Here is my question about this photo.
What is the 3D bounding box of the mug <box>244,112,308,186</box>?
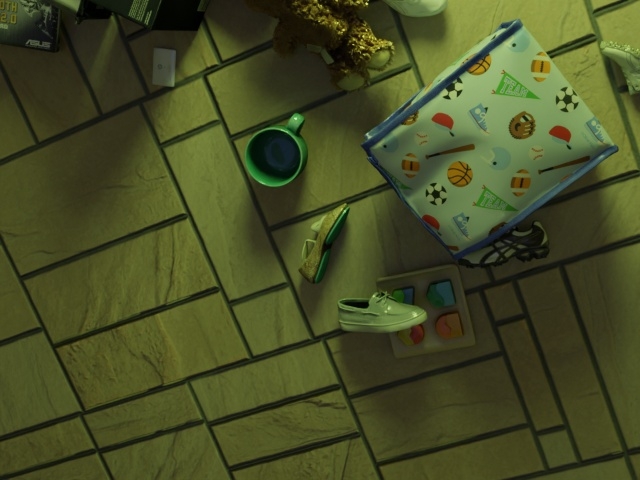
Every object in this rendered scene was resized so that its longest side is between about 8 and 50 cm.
[{"bbox_3d":[-0.081,-0.195,1.667,0.157,0.097,0.129,-23,99,16],"label":"mug"}]

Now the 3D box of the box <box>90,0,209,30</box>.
[{"bbox_3d":[-0.360,-0.512,1.553,0.184,0.261,0.103,29,109,4],"label":"box"}]

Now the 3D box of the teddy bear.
[{"bbox_3d":[0.003,-0.450,1.557,0.338,0.113,0.245,31,146,-1],"label":"teddy bear"}]

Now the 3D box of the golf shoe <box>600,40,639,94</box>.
[{"bbox_3d":[0.627,-0.334,1.502,0.176,0.069,0.086,28,114,5],"label":"golf shoe"}]

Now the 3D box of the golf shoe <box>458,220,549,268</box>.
[{"bbox_3d":[0.393,0.009,1.644,0.198,0.077,0.094,-11,91,7],"label":"golf shoe"}]

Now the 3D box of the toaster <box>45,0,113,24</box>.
[{"bbox_3d":[-0.501,-0.562,1.611,0.110,0.186,0.168,25,109,-1],"label":"toaster"}]

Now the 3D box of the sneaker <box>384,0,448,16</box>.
[{"bbox_3d":[0.146,-0.513,1.525,0.232,0.115,0.090,21,108,5],"label":"sneaker"}]

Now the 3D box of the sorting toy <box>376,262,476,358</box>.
[{"bbox_3d":[0.240,0.167,1.729,0.193,0.038,0.208,-13,102,14],"label":"sorting toy"}]

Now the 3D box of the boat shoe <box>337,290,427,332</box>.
[{"bbox_3d":[0.130,0.158,1.700,0.227,0.079,0.081,-6,105,37],"label":"boat shoe"}]

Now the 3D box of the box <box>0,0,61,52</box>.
[{"bbox_3d":[-0.698,-0.530,1.686,0.231,0.056,0.183,7,108,-14],"label":"box"}]

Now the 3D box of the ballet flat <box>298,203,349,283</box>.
[{"bbox_3d":[0.000,0.000,1.721,0.067,0.073,0.206,28,105,18],"label":"ballet flat"}]

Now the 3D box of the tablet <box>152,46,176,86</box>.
[{"bbox_3d":[-0.356,-0.394,1.719,0.054,0.006,0.083,9,106,9],"label":"tablet"}]

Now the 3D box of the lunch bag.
[{"bbox_3d":[0.319,-0.194,1.516,0.385,0.239,0.328,-40,96,11],"label":"lunch bag"}]
